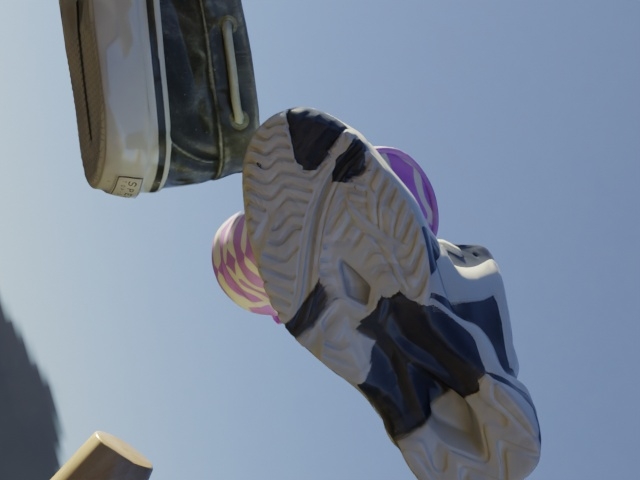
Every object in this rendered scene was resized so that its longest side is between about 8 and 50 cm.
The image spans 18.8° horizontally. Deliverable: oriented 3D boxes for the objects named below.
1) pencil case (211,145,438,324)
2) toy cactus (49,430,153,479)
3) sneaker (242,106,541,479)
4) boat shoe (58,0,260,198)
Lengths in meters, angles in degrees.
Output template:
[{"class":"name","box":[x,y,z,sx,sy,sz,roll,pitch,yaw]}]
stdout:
[{"class":"pencil case","box":[0.000,0.000,1.322,0.206,0.086,0.088,-26,-94,60]},{"class":"toy cactus","box":[-0.135,0.181,0.933,0.112,0.180,0.219,32,3,-19]},{"class":"sneaker","box":[0.038,0.020,1.056,0.235,0.094,0.153,50,11,-12]},{"class":"boat shoe","box":[-0.098,-0.193,1.175,0.121,0.119,0.335,174,-87,-68]}]
